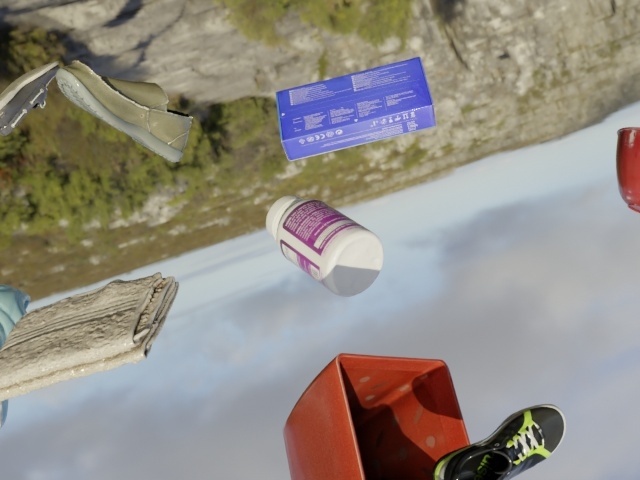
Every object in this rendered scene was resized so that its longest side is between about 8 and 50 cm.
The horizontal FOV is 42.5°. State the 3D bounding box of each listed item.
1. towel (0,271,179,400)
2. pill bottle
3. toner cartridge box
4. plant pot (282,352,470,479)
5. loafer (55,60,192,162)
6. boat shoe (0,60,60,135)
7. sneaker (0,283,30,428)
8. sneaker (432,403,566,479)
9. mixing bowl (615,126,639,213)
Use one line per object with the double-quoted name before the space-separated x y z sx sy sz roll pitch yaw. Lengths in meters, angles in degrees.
"towel" -0.342 0.132 1.153 0.282 0.049 0.187 -18 -155 14
"pill bottle" 0.000 0.000 1.969 0.169 0.169 0.301 -20 -145 -30
"toner cartridge box" 0.078 -0.302 1.888 0.347 0.165 0.075 -12 142 7
"plant pot" 0.084 0.368 1.430 0.267 0.267 0.235 10 147 -38
"loafer" -0.279 -0.202 1.204 0.094 0.087 0.251 30 178 32
"boat shoe" -0.568 -0.276 1.590 0.075 0.065 0.206 -7 -145 35
"sneaker" -0.586 0.207 1.546 0.150 0.366 0.135 8 129 -29
"sneaker" 0.276 0.321 1.212 0.234 0.084 0.097 -27 178 -12
"mixing bowl" 0.485 -0.079 1.137 0.181 0.098 0.181 19 -178 -1
